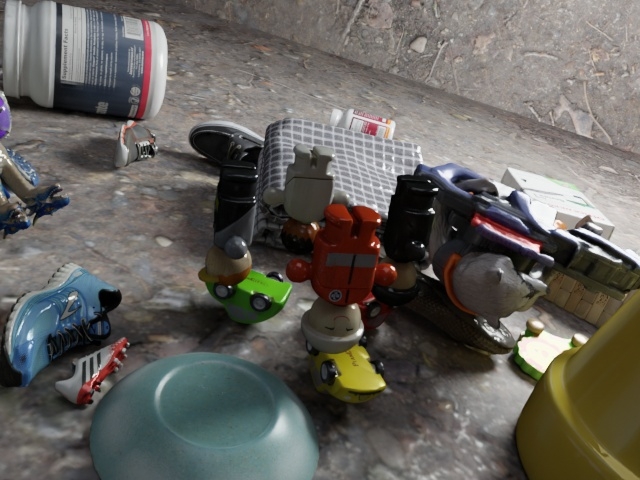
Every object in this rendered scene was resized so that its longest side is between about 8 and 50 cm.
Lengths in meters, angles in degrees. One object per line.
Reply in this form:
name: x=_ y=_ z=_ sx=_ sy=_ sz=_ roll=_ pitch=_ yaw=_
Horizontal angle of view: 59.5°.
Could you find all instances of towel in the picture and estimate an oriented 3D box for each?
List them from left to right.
towel: x=0.043 y=-0.077 z=0.872 sx=0.284 sy=0.121 sz=0.235 roll=10 pitch=36 yaw=-13

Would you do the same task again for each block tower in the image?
block tower: x=0.462 y=0.090 z=0.846 sx=0.335 sy=0.091 sz=0.097 roll=32 pitch=30 yaw=31

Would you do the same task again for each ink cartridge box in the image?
ink cartridge box: x=0.456 y=-0.052 z=1.119 sx=0.160 sy=0.092 sz=0.219 roll=14 pitch=26 yaw=-4

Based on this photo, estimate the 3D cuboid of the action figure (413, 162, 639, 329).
action figure: x=0.267 y=0.031 z=0.714 sx=0.341 sy=0.178 sz=0.330 roll=31 pitch=27 yaw=19

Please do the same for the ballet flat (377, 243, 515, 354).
ballet flat: x=0.134 y=0.078 z=0.734 sx=0.250 sy=0.058 sz=0.084 roll=32 pitch=20 yaw=20

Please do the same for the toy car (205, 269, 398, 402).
toy car: x=-0.025 y=0.082 z=0.628 sx=0.225 sy=0.053 sz=0.239 roll=19 pitch=25 yaw=6

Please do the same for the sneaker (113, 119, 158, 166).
sneaker: x=-0.307 y=-0.163 z=0.948 sx=0.065 sy=0.061 sz=0.158 roll=15 pitch=26 yaw=-16

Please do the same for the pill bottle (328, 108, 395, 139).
pill bottle: x=0.096 y=-0.264 z=1.340 sx=0.152 sy=0.086 sz=0.086 roll=17 pitch=26 yaw=1

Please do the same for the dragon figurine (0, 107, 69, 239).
dragon figurine: x=-0.437 y=-0.083 z=0.680 sx=0.289 sy=0.144 sz=0.085 roll=5 pitch=22 yaw=24

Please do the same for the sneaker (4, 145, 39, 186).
sneaker: x=-0.454 y=-0.108 z=0.770 sx=0.135 sy=0.058 sz=0.052 roll=36 pitch=0 yaw=-5

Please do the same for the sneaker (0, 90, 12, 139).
sneaker: x=-0.596 y=-0.185 z=0.791 sx=0.293 sy=0.102 sz=0.146 roll=13 pitch=28 yaw=8

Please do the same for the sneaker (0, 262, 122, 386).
sneaker: x=-0.232 y=0.074 z=0.515 sx=0.073 sy=0.063 sz=0.162 roll=18 pitch=26 yaw=-4

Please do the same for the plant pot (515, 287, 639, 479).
plant pot: x=0.343 y=0.145 z=0.502 sx=0.254 sy=0.239 sz=0.254 roll=12 pitch=27 yaw=-6

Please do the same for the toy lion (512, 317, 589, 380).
toy lion: x=0.294 y=0.147 z=0.709 sx=0.100 sy=0.034 sz=0.096 roll=18 pitch=33 yaw=3

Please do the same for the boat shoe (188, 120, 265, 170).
boat shoe: x=-0.133 y=-0.149 z=1.005 sx=0.229 sy=0.080 sz=0.076 roll=22 pitch=24 yaw=-4

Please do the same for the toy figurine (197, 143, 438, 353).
toy figurine: x=0.000 y=0.000 z=0.591 sx=0.210 sy=0.148 sz=0.213 roll=22 pitch=28 yaw=25

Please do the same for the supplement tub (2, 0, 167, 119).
supplement tub: x=-0.444 y=-0.340 z=1.065 sx=0.272 sy=0.191 sz=0.191 roll=2 pitch=29 yaw=-27

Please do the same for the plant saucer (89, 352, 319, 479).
plant saucer: x=-0.091 y=0.149 z=0.477 sx=0.195 sy=0.037 sz=0.195 roll=12 pitch=26 yaw=-6

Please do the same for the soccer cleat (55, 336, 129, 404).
soccer cleat: x=-0.201 y=0.111 z=0.499 sx=0.036 sy=0.029 sz=0.083 roll=21 pitch=31 yaw=1
